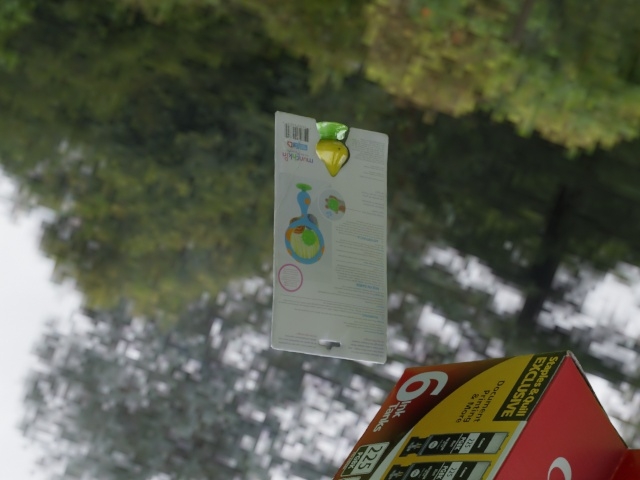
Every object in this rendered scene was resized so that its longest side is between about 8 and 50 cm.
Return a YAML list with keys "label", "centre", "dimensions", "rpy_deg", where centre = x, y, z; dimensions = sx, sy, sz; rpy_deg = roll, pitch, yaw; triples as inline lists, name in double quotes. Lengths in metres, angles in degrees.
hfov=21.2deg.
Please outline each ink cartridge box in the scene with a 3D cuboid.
- label: "ink cartridge box"
  centre: [0.135, 0.247, 1.503]
  dimensions: [0.272, 0.309, 0.130]
  rpy_deg: [-11, 121, 44]

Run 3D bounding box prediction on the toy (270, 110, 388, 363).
- label: "toy"
  centre: [0.000, 0.000, 1.697]
  dimensions: [0.137, 0.237, 0.056]
  rpy_deg: [10, 166, -32]
